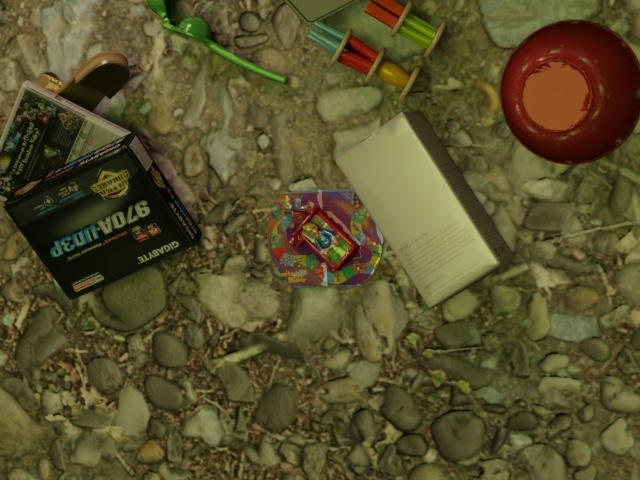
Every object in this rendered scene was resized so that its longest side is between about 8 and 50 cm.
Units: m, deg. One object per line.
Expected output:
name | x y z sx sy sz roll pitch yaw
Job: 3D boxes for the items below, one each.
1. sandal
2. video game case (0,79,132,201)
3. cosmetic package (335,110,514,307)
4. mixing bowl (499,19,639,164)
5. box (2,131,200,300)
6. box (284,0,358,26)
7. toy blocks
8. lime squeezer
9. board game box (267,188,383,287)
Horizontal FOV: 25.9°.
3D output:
sandal | -0.363 -0.211 1.969 0.240 0.088 0.079 -32 53 27
video game case | -0.367 -0.109 1.953 0.173 0.022 0.190 27 121 -6
cosmetic package | 0.134 -0.041 1.789 0.117 0.085 0.231 -33 84 22
mixing bowl | 0.297 -0.178 1.698 0.181 0.098 0.181 3 100 20
box | -0.305 -0.031 1.942 0.220 0.051 0.175 -22 113 22
box | -0.025 -0.406 1.692 0.169 0.290 0.087 -23 50 21
toy blocks | 0.068 -0.261 1.769 0.148 0.054 0.123 28 118 -3
lime squeezer | -0.167 -0.315 1.889 0.110 0.059 0.310 -31 84 -8
board game box | 0.000 0.000 1.872 0.168 0.033 0.133 -1 97 22
